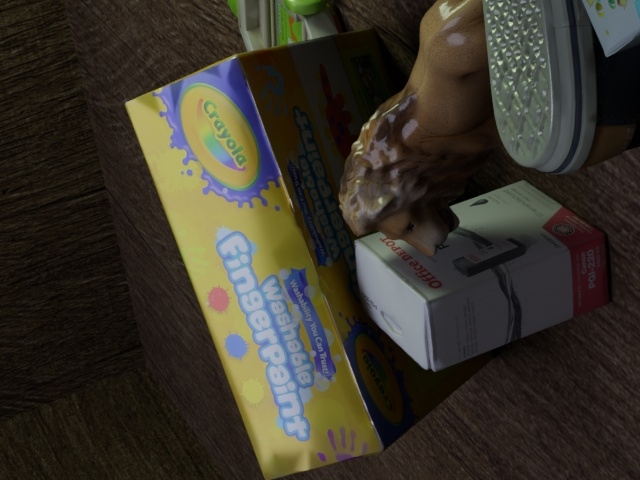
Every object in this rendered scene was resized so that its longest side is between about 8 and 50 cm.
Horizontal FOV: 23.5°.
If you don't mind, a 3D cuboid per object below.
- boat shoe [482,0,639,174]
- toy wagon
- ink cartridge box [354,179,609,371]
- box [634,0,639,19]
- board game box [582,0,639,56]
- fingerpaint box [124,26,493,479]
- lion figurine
[{"bbox_3d":[0.215,-0.305,1.218,0.187,0.156,0.500,-177,82,-75],"label":"boat shoe"},{"bbox_3d":[-0.059,-0.291,2.106,0.344,0.068,0.267,55,156,38],"label":"toy wagon"},{"bbox_3d":[0.165,0.033,1.596,0.158,0.218,0.092,42,147,53],"label":"ink cartridge box"},{"bbox_3d":[0.320,-0.163,0.921,0.060,0.244,0.100,69,161,-2],"label":"box"},{"bbox_3d":[0.239,-0.304,1.027,0.303,0.224,0.097,68,160,6],"label":"board game box"},{"bbox_3d":[0.000,0.000,1.780,0.163,0.371,0.444,-19,94,27],"label":"fingerpaint box"},{"bbox_3d":[0.138,-0.156,1.436,0.142,0.240,0.392,57,157,31],"label":"lion figurine"}]
